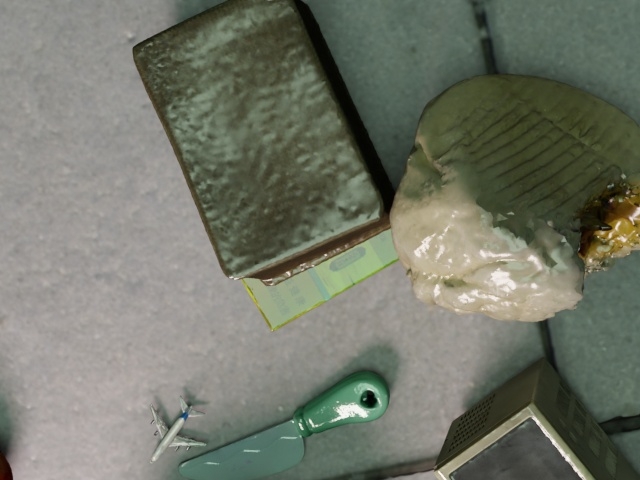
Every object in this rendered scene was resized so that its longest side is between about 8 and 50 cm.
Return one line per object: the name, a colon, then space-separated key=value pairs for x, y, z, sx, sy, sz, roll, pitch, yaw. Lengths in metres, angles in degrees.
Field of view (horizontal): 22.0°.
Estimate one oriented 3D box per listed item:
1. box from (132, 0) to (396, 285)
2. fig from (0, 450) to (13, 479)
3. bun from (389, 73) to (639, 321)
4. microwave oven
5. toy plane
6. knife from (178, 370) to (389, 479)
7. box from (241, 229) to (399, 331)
box: x=-0.054 y=-0.105 z=1.709 sx=0.184 sy=0.143 sz=0.273 roll=-25 pitch=85 yaw=10
fig: x=-0.414 y=0.257 z=1.852 sx=0.119 sy=0.153 sz=0.119 roll=-16 pitch=129 yaw=-21
bun: x=0.194 y=-0.030 z=1.677 sx=0.281 sy=0.281 sz=0.205 roll=26 pitch=135 yaw=2
microwave oven: x=0.249 y=0.272 z=1.730 sx=0.145 sy=0.194 sz=0.240 roll=-38 pitch=93 yaw=14
toy plane: x=-0.165 y=0.215 z=1.844 sx=0.078 sy=0.024 sz=0.084 roll=36 pitch=106 yaw=-1
knife: x=-0.037 y=0.220 z=1.834 sx=0.260 sy=0.034 sz=0.063 roll=-28 pitch=101 yaw=15
box: x=0.000 y=0.000 z=1.794 sx=0.193 sy=0.030 sz=0.121 roll=-30 pitch=94 yaw=8
